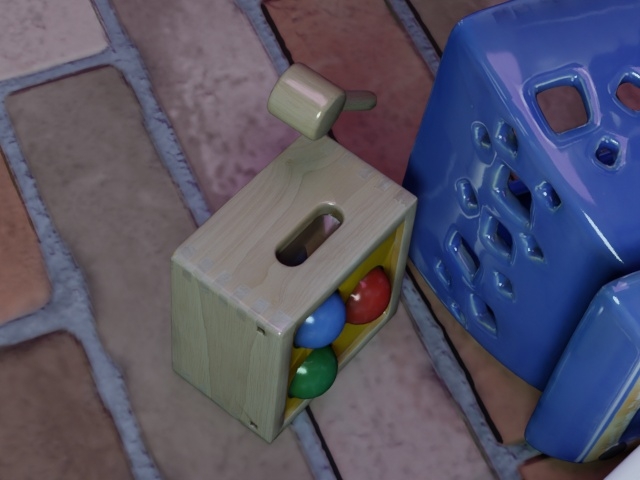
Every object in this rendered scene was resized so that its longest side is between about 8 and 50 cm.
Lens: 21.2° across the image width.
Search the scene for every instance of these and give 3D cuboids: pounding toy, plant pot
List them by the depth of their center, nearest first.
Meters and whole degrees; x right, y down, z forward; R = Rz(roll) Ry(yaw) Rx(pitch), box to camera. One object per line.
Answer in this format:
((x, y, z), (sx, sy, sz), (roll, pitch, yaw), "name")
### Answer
((0.006, -0.009, 0.998), (0.094, 0.206, 0.181), (35, 60, 18), "pounding toy")
((0.200, -0.013, 1.006), (0.236, 0.236, 0.212), (-16, 64, -16), "plant pot")

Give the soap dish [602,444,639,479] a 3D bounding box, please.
((0.234, 0.230, 0.860), (0.229, 0.118, 0.291), (-37, 44, -26), "soap dish")
